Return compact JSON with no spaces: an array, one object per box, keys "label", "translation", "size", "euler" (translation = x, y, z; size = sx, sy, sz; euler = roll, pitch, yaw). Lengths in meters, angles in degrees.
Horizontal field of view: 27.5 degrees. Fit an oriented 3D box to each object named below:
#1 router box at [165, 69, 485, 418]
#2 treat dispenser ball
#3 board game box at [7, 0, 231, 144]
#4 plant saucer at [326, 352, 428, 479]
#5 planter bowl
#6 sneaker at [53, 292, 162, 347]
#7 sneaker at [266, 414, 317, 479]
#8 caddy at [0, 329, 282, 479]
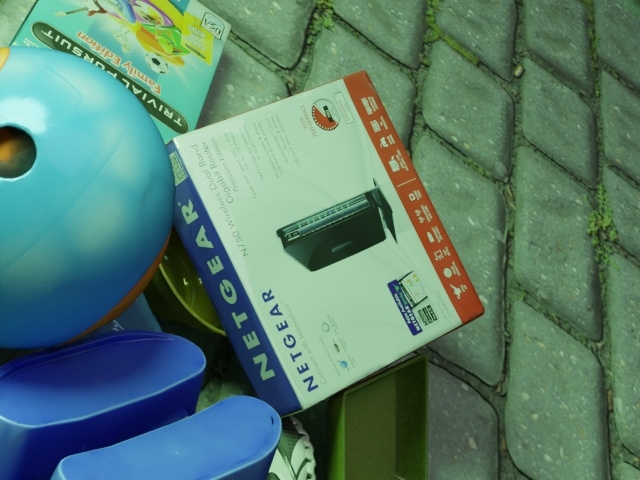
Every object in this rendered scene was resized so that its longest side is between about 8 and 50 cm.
[{"label":"router box","translation":[0.000,0.000,1.533],"size":[0.301,0.082,0.335],"euler":[-25,87,-37]},{"label":"treat dispenser ball","translation":[-0.281,-0.040,1.240],"size":[0.288,0.288,0.288],"euler":[28,38,-25]},{"label":"board game box","translation":[-0.269,-0.254,1.748],"size":[0.254,0.079,0.336],"euler":[33,36,-18]},{"label":"plant saucer","translation":[0.062,0.241,1.560],"size":[0.188,0.045,0.188],"euler":[-17,111,-53]},{"label":"planter bowl","translation":[-0.160,0.031,1.547],"size":[0.217,0.090,0.217],"euler":[39,36,-36]},{"label":"sneaker","translation":[-0.271,-0.007,1.434],"size":[0.330,0.147,0.130],"euler":[55,35,11]},{"label":"sneaker","translation":[-0.059,0.274,1.436],"size":[0.106,0.078,0.234],"euler":[20,44,-37]},{"label":"caddy","translation":[-0.198,0.229,1.252],"size":[0.241,0.179,0.341],"euler":[37,29,27]}]
